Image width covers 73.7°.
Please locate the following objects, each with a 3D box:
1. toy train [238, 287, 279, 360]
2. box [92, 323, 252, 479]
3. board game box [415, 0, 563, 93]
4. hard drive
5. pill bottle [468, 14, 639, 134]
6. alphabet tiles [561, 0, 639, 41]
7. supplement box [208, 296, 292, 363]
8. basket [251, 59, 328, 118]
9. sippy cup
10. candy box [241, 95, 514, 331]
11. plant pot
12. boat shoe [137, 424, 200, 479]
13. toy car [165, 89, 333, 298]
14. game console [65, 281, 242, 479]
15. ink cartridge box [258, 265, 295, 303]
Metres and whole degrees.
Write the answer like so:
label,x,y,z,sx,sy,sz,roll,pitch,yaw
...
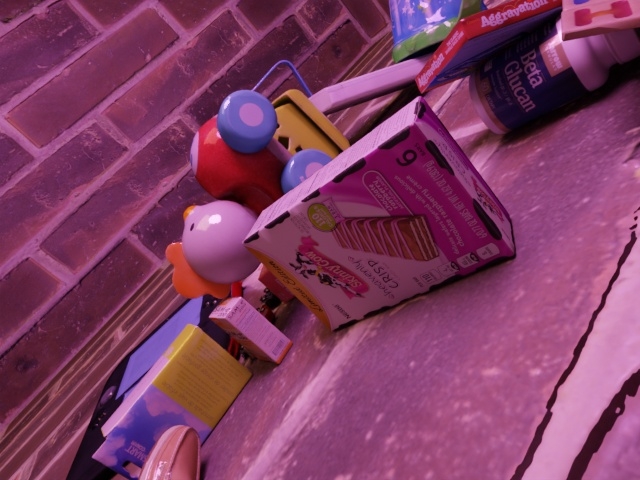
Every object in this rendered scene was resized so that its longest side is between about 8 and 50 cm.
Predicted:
label,x,y,z,sx,sy,sz,roll,pitch,yaw
toy train,-0.089,0.123,0.668,0.036,0.027,0.158,-23,26,24
box,-0.182,0.210,0.541,0.042,0.109,0.178,-5,42,56
board game box,0.269,-0.269,0.533,0.281,0.027,0.145,-23,-2,-8
hard drive,0.123,-0.373,1.043,0.352,0.047,0.233,-25,12,-20
pill bottle,0.273,-0.204,0.505,0.169,0.094,0.094,-25,27,46
alphabet tiles,0.356,-0.235,0.343,0.284,0.011,0.343,1,42,29
supplement box,-0.093,0.119,0.567,0.062,0.098,0.036,-15,34,56
basket,-0.094,-0.312,1.192,0.255,0.289,0.201,-47,19,-5
sippy cup,0.255,-0.557,0.979,0.240,0.224,0.305,-29,16,-39
candy box,0.052,-0.010,0.450,0.233,0.159,0.071,-31,21,36
plant pot,-0.077,-0.196,0.979,0.207,0.227,0.228,-54,20,-12
boat shoe,-0.143,0.271,0.421,0.072,0.068,0.190,-24,34,17
toy car,-0.130,-0.035,0.588,0.238,0.210,0.219,-53,11,-23
game console,-0.298,0.238,0.805,0.386,0.060,0.342,-43,18,7
ink cartridge box,0.000,0.000,0.680,0.198,0.067,0.115,-37,20,25
